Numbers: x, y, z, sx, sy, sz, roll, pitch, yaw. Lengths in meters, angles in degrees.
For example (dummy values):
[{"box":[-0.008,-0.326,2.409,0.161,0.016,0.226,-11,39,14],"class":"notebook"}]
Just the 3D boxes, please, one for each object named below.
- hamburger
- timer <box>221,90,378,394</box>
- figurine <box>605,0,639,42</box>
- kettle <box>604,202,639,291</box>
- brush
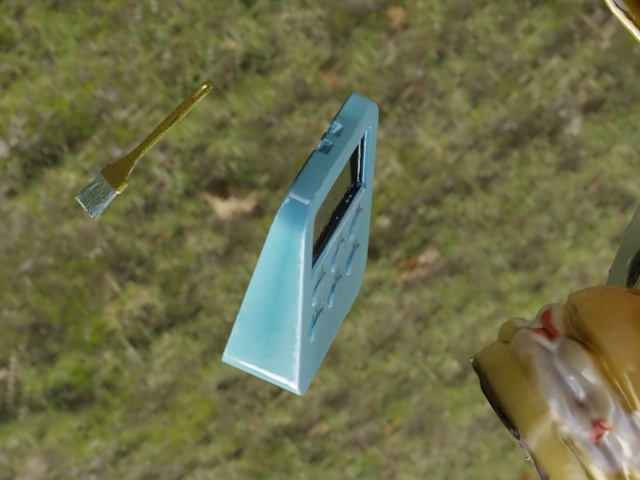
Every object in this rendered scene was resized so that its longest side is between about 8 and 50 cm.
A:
[{"box":[0.309,0.167,1.738,0.237,0.276,0.276,-34,151,4],"class":"hamburger"},{"box":[0.000,0.000,1.703,0.232,0.091,0.250,-58,169,-49],"class":"timer"},{"box":[0.394,-0.180,0.859,0.401,0.387,0.268,-44,-165,-5],"class":"figurine"},{"box":[0.522,0.129,1.952,0.250,0.377,0.361,111,-1,-49],"class":"kettle"},{"box":[-0.195,-0.108,1.908,0.205,0.083,0.011,-45,115,-2],"class":"brush"}]
